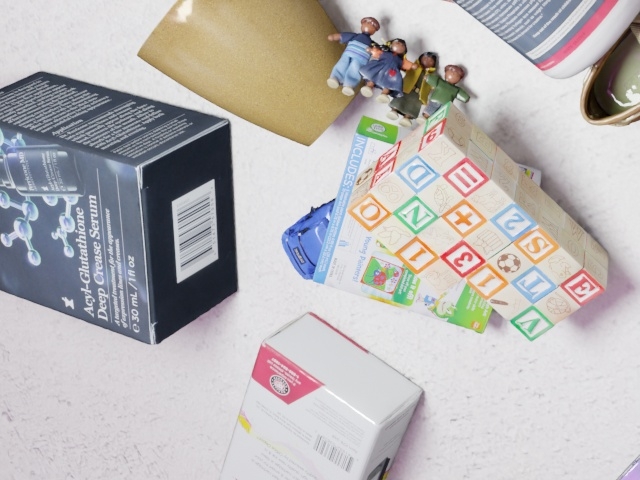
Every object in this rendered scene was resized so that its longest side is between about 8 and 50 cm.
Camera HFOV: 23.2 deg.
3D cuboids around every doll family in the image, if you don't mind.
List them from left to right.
[{"bbox_3d":[0.099,-0.218,2.010,0.193,0.111,0.076,29,164,-14],"label":"doll family"}]

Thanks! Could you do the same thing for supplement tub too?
[{"bbox_3d":[0.226,-0.328,1.747,0.272,0.191,0.191,37,133,-10],"label":"supplement tub"}]

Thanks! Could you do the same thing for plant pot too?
[{"bbox_3d":[-0.073,-0.250,2.072,0.254,0.237,0.237,42,133,-4],"label":"plant pot"}]

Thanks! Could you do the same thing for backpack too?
[{"bbox_3d":[0.000,0.000,2.208,0.120,0.101,0.098,-26,88,44],"label":"backpack"}]

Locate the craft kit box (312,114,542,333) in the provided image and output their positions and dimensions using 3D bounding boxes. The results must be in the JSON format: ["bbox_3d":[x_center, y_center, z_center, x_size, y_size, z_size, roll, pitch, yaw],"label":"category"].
[{"bbox_3d":[0.137,-0.018,2.059,0.247,0.061,0.250,19,125,3],"label":"craft kit box"}]

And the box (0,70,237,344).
[{"bbox_3d":[-0.345,-0.059,2.372,0.395,0.212,0.293,16,122,32],"label":"box"}]

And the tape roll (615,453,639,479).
[{"bbox_3d":[0.430,0.300,1.963,0.080,0.189,0.189,42,131,12],"label":"tape roll"}]

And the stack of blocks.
[{"bbox_3d":[0.200,-0.010,1.964,0.297,0.087,0.171,42,122,-15],"label":"stack of blocks"}]

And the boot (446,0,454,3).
[{"bbox_3d":[0.209,-0.385,1.868,0.176,0.088,0.244,25,125,16],"label":"boot"}]

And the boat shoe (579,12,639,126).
[{"bbox_3d":[0.405,-0.238,1.756,0.122,0.120,0.324,43,132,12],"label":"boat shoe"}]

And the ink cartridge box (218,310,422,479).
[{"bbox_3d":[-0.006,0.296,2.341,0.226,0.131,0.306,34,130,19],"label":"ink cartridge box"}]
